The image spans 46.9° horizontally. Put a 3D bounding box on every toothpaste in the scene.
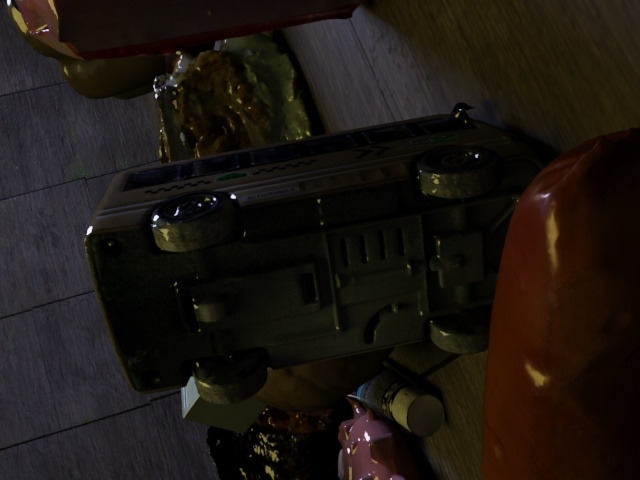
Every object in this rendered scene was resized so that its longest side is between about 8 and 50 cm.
[{"bbox_3d":[0.078,0.172,0.850,0.045,0.071,0.193,41,170,-17],"label":"toothpaste"}]

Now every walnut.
[{"bbox_3d":[-0.022,0.057,0.767,0.248,0.248,0.249,164,90,-75],"label":"walnut"}]

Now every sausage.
[{"bbox_3d":[0.146,0.092,0.427,0.094,0.097,0.349,41,144,52],"label":"sausage"}]

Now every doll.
[{"bbox_3d":[0.072,0.296,0.921,0.211,0.093,0.262,112,145,-63],"label":"doll"}]

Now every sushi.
[{"bbox_3d":[-0.082,0.316,1.265,0.348,0.234,0.208,24,129,65],"label":"sushi"}]

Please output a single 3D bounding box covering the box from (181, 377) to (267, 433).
[{"bbox_3d":[-0.121,0.138,1.163,0.225,0.117,0.225,-54,31,25],"label":"box"}]

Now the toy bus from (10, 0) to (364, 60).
[{"bbox_3d":[-0.110,-0.243,0.624,0.128,0.302,0.147,91,153,-42],"label":"toy bus"}]

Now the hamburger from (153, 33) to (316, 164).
[{"bbox_3d":[-0.118,-0.101,1.009,0.277,0.195,0.318,121,133,-74],"label":"hamburger"}]

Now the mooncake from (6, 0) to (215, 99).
[{"bbox_3d":[-0.342,-0.409,1.175,0.378,0.200,0.379,51,-156,-34],"label":"mooncake"}]

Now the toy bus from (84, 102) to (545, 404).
[{"bbox_3d":[0.000,0.000,0.514,0.157,0.289,0.140,-108,7,-62],"label":"toy bus"}]
